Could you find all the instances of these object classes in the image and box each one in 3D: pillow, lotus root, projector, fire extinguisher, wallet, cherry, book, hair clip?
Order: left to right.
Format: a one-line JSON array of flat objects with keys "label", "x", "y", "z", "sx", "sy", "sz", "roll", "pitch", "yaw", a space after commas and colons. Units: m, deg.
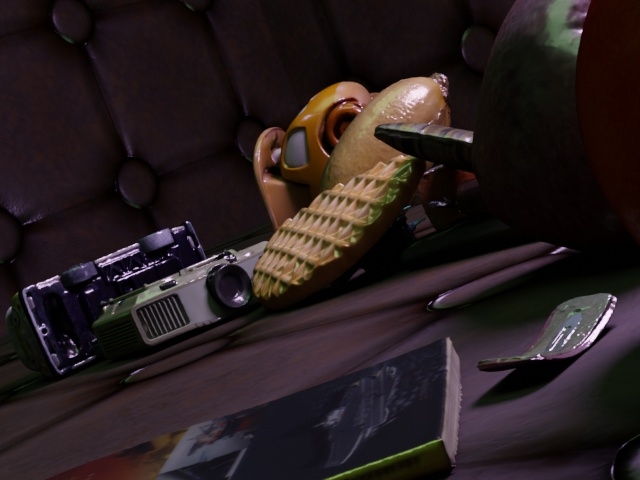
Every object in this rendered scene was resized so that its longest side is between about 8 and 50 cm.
[{"label": "book", "x": -0.088, "y": 0.160, "z": 0.882, "sx": 0.374, "sy": 0.028, "sz": 0.262, "roll": -20, "pitch": 6, "yaw": 8}, {"label": "projector", "x": -0.173, "y": 0.077, "z": 1.939, "sx": 0.270, "sy": 0.088, "sz": 0.193, "roll": -24, "pitch": 2, "yaw": -36}, {"label": "lotus root", "x": 0.082, "y": -0.110, "z": 1.936, "sx": 0.303, "sy": 0.131, "sz": 0.146, "roll": -60, "pitch": -25, "yaw": -4}, {"label": "pillow", "x": 0.201, "y": -0.104, "z": 1.673, "sx": 0.212, "sy": 0.052, "sz": 0.208, "roll": 10, "pitch": -1, "yaw": 30}, {"label": "fire extinguisher", "x": 0.207, "y": -0.057, "z": 1.565, "sx": 0.078, "sy": 0.045, "sz": 0.157, "roll": 7, "pitch": -20, "yaw": -44}, {"label": "wallet", "x": 0.247, "y": -0.035, "z": 1.590, "sx": 0.170, "sy": 0.044, "sz": 0.321, "roll": -27, "pitch": 7, "yaw": -40}, {"label": "hair clip", "x": 0.153, "y": 0.065, "z": 0.911, "sx": 0.054, "sy": 0.022, "sz": 0.137, "roll": -17, "pitch": 6, "yaw": 36}, {"label": "cherry", "x": 0.248, "y": -0.110, "z": 1.214, "sx": 0.221, "sy": 0.261, "sz": 0.307, "roll": 10, "pitch": -39, "yaw": -22}]

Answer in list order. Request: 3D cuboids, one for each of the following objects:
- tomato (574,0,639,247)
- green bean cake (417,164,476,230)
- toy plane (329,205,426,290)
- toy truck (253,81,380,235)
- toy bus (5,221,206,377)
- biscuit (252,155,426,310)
[{"label": "tomato", "x": 0.299, "y": -0.113, "z": 0.834, "sx": 0.299, "sy": 0.226, "sz": 0.298, "roll": -21, "pitch": 23, "yaw": 10}, {"label": "green bean cake", "x": 0.256, "y": -0.088, "z": 1.864, "sx": 0.233, "sy": 0.097, "sz": 0.198, "roll": -20, "pitch": 3, "yaw": 10}, {"label": "toy plane", "x": 0.091, "y": 0.007, "z": 1.789, "sx": 0.096, "sy": 0.060, "sz": 0.235, "roll": -34, "pitch": 1, "yaw": 31}, {"label": "toy truck", "x": 0.023, "y": -0.107, "z": 2.213, "sx": 0.212, "sy": 0.288, "sz": 0.204, "roll": -7, "pitch": 10, "yaw": 17}, {"label": "toy bus", "x": -0.327, "y": 0.096, "z": 2.082, "sx": 0.305, "sy": 0.143, "sz": 0.179, "roll": -25, "pitch": 3, "yaw": -36}, {"label": "biscuit", "x": 0.000, "y": 0.000, "z": 1.779, "sx": 0.309, "sy": 0.040, "sz": 0.204, "roll": -28, "pitch": 26, "yaw": 47}]
